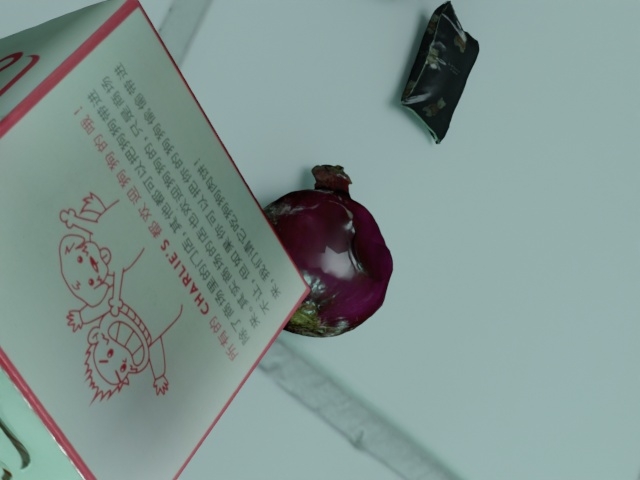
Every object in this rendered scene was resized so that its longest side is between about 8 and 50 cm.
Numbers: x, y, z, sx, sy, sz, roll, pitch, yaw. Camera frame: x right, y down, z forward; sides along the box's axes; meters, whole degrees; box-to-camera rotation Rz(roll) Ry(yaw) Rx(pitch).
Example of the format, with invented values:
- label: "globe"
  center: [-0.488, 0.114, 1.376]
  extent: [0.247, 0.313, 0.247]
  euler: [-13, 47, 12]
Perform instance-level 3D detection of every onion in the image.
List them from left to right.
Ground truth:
- label: "onion"
  center: [0.012, -0.001, 1.555]
  extent: [0.173, 0.135, 0.198]
  euler: [35, 62, -41]

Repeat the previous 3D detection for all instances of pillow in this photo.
- label: "pillow"
  center: [0.143, -0.202, 1.758]
  extent: [0.090, 0.048, 0.150]
  euler: [32, 70, -30]

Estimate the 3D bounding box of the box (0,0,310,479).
- label: "box"
  center: [-0.246, 0.033, 1.159]
  extent: [0.314, 0.300, 0.312]
  euler: [59, 42, -24]
